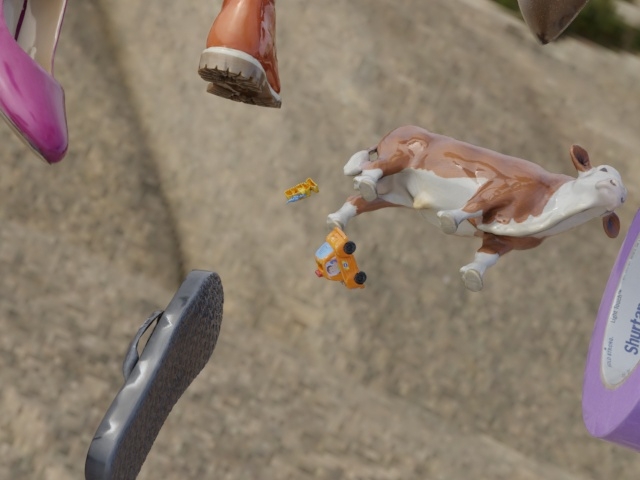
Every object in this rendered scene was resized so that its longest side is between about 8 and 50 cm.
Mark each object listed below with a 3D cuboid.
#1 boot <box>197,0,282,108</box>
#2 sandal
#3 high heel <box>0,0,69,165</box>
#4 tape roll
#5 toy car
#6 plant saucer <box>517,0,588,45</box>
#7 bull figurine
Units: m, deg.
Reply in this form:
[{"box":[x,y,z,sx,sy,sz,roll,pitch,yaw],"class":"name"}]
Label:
[{"box":[-0.052,-0.147,1.326,0.059,0.085,0.158,11,-8,3],"class":"boot"},{"box":[-0.158,0.117,1.611,0.054,0.097,0.254,15,49,19],"class":"sandal"},{"box":[-0.296,-0.243,1.883,0.377,0.181,0.127,60,2,35],"class":"high heel"},{"box":[0.316,0.051,1.492,0.090,0.275,0.275,19,17,-3],"class":"tape roll"},{"box":[0.000,0.000,1.606,0.040,0.060,0.122,-24,41,-10],"class":"toy car"},{"box":[0.238,-0.308,1.444,0.050,0.311,0.310,27,16,-6],"class":"plant saucer"},{"box":[0.157,-0.041,1.787,0.310,0.101,0.188,16,33,39],"class":"bull figurine"}]
